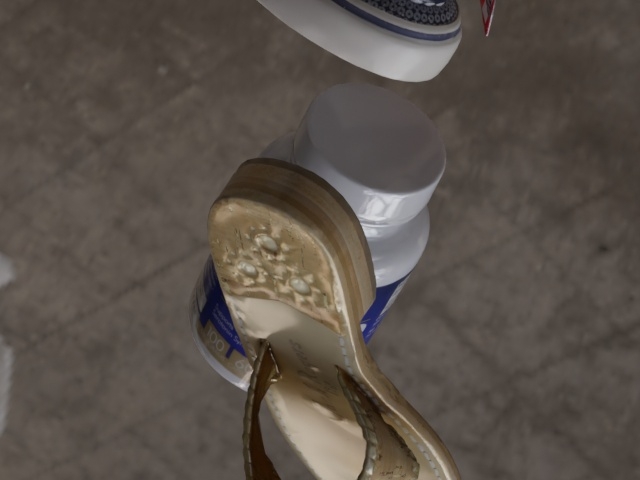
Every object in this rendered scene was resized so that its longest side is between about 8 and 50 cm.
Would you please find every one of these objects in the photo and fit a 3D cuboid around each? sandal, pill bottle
[{"bbox_3d":[-0.009,0.078,0.768,0.088,0.079,0.240,13,142,29],"label":"sandal"},{"bbox_3d":[0.000,0.000,1.119,0.112,0.112,0.187,25,135,-3],"label":"pill bottle"}]

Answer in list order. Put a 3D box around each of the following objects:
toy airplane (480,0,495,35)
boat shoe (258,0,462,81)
[{"bbox_3d":[0.100,-0.182,1.030,0.151,0.028,0.151,-16,134,-18],"label":"toy airplane"},{"bbox_3d":[-0.011,-0.251,1.015,0.340,0.127,0.158,53,127,23],"label":"boat shoe"}]
